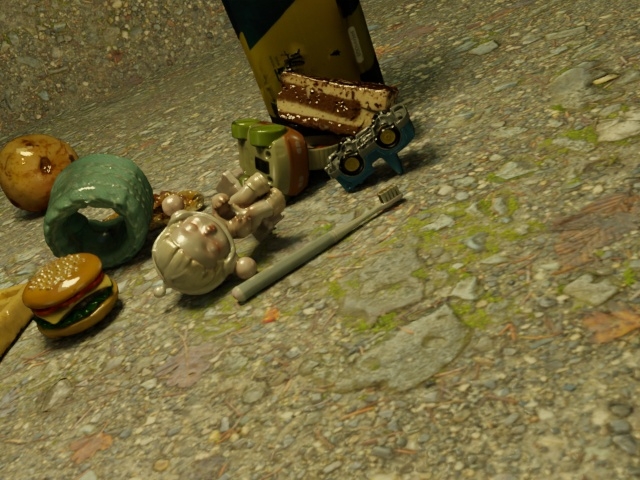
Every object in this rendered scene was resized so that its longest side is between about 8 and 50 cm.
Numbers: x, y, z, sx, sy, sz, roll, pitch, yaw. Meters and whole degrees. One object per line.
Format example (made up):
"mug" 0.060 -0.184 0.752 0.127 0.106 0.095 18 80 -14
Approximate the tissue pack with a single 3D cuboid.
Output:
"tissue pack" -0.024 -0.433 1.640 0.264 0.417 0.253 -15 30 11

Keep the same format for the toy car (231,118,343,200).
"toy car" -0.056 -0.175 1.519 0.235 0.145 0.235 -3 18 1

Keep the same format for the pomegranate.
"pomegranate" -0.751 -0.177 1.982 0.215 0.215 0.215 -18 27 9

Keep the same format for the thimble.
"thimble" -0.439 -0.047 1.473 0.235 0.198 0.143 -53 28 34

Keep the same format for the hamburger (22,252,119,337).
"hamburger" -0.438 0.095 1.301 0.161 0.115 0.162 -19 28 10

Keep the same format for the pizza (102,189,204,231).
"pizza" -0.364 -0.067 1.611 0.246 0.058 0.127 -12 29 26

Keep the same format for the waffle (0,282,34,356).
"waffle" -0.659 0.177 1.389 0.221 0.055 0.248 -16 27 15

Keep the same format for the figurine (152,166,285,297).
"figurine" -0.191 -0.008 1.263 0.256 0.182 0.144 -40 15 -27

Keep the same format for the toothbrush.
"toothbrush" 0.001 0.002 1.227 0.342 0.030 0.025 -34 24 -17

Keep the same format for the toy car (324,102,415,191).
"toy car" 0.103 -0.163 1.395 0.191 0.100 0.097 -37 23 16

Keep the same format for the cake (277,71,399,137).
"cake" 0.045 -0.281 1.543 0.245 0.112 0.135 15 20 21
